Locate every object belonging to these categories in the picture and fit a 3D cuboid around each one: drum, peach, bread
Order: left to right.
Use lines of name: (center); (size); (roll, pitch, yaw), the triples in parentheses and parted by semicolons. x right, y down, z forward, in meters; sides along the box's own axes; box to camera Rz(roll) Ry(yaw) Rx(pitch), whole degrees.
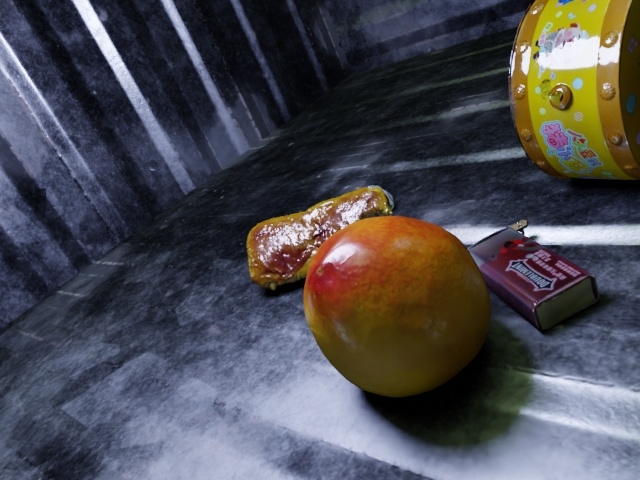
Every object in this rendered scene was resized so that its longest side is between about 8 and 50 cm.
bread: (0.000, 0.000, 1.259); (0.380, 0.109, 0.186); (-18, 61, 15)
peach: (0.115, 0.088, 0.798); (0.288, 0.308, 0.289); (-12, 43, 11)
drum: (0.594, -0.328, 1.037); (0.431, 0.431, 0.214); (-37, 26, -24)

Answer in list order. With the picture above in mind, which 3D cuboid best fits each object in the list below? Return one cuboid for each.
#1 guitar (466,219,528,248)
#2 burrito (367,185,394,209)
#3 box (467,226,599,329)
guitar: (0.297, 0.027, 1.057); (0.271, 0.038, 0.084); (-24, 25, 9)
burrito: (0.087, -0.073, 1.404); (0.229, 0.089, 0.143); (-41, 32, -24)
box: (0.359, 0.059, 0.907); (0.120, 0.069, 0.224); (-26, 26, -2)
